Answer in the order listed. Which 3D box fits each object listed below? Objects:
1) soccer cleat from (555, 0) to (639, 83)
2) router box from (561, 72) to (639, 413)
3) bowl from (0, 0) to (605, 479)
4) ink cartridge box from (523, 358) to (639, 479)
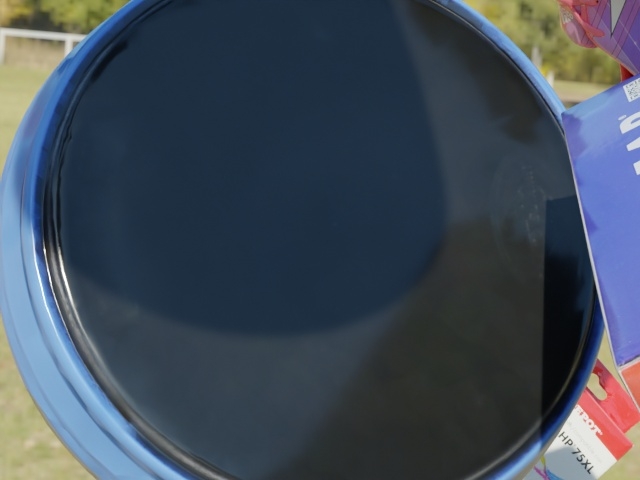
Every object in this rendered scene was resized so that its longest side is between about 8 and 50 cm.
[{"bbox_3d":[0.208,-0.209,1.016,0.116,0.318,0.109,-32,36,14],"label":"soccer cleat"},{"bbox_3d":[0.224,0.093,0.654,0.082,0.301,0.335,-26,16,15],"label":"router box"},{"bbox_3d":[0.000,0.000,0.855,0.391,0.391,0.077,3,-18,-16],"label":"bowl"},{"bbox_3d":[0.208,0.197,1.375,0.231,0.134,0.078,-40,-5,-10],"label":"ink cartridge box"}]
